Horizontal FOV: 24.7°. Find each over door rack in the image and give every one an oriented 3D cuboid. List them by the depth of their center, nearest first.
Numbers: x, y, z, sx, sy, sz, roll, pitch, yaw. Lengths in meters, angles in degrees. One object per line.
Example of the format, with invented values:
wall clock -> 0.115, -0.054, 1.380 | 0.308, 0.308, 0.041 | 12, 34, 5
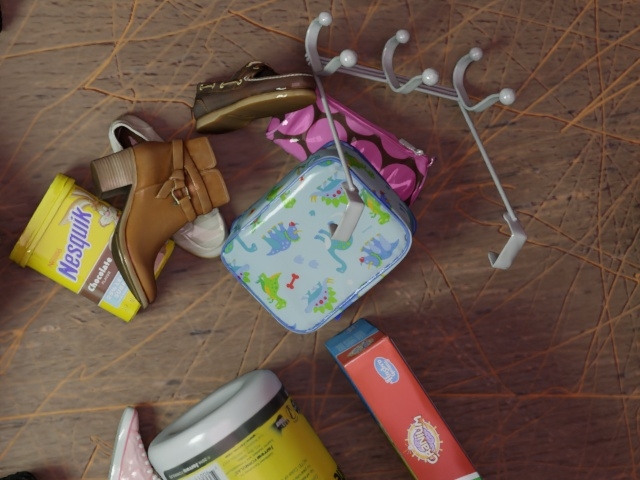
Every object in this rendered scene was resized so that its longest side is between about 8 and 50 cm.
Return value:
over door rack -> 0.119, -0.135, 1.749 | 0.239, 0.108, 0.324 | 10, 50, -23

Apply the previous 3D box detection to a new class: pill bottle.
pill bottle -> -0.048, 0.341, 1.803 | 0.188, 0.188, 0.334 | -34, 96, -5

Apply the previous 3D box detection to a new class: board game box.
board game box -> 0.127, 0.251, 1.796 | 0.064, 0.242, 0.316 | -34, 94, -3

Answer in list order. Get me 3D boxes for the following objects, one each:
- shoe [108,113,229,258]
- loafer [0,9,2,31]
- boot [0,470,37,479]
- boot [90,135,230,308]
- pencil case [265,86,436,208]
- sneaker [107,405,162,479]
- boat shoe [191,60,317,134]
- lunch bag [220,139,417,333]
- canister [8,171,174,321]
shoe -> -0.193, -0.065, 1.840 | 0.076, 0.058, 0.219 | -39, 95, -4
loafer -> -0.445, -0.355, 1.792 | 0.078, 0.080, 0.220 | -10, 93, -7
boot -> -0.457, 0.459, 1.785 | 0.348, 0.131, 0.260 | -28, 98, -12
boot -> -0.182, -0.027, 1.776 | 0.152, 0.073, 0.197 | -15, 93, -18
pencil case -> 0.038, -0.118, 1.853 | 0.209, 0.095, 0.098 | 30, 123, -8
sneaker -> -0.229, 0.278, 1.850 | 0.070, 0.051, 0.134 | 10, 93, -9
boat shoe -> -0.086, -0.184, 1.791 | 0.073, 0.207, 0.073 | 9, 76, -45
lunch bag -> 0.000, 0.000, 1.816 | 0.176, 0.090, 0.219 | 45, 111, -10
canister -> -0.282, 0.010, 1.825 | 0.170, 0.073, 0.126 | 30, 87, -8
